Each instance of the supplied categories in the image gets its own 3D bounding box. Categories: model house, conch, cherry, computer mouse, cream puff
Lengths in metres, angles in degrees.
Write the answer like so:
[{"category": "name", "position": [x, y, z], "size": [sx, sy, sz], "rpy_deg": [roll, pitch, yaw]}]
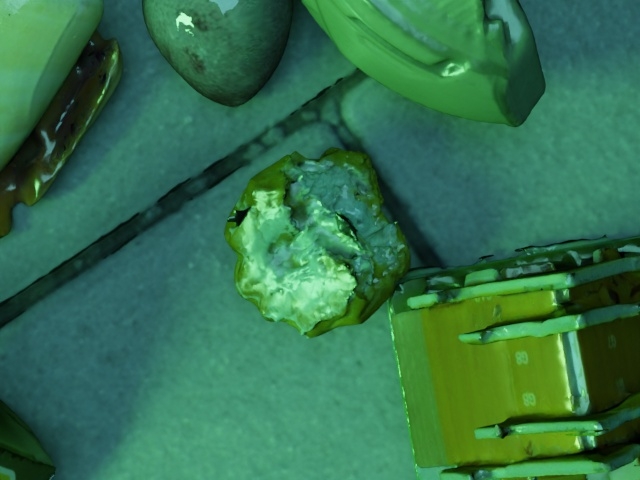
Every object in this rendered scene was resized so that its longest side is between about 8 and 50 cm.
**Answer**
[{"category": "model house", "position": [0.243, 0.111, 1.166], "size": [0.357, 0.313, 0.243], "rpy_deg": [-8, 89, -1]}, {"category": "conch", "position": [-0.269, -0.136, 1.284], "size": [0.127, 0.158, 0.255], "rpy_deg": [38, 103, 33]}, {"category": "cherry", "position": [-0.114, -0.185, 1.294], "size": [0.188, 0.115, 0.148], "rpy_deg": [-8, 125, 7]}, {"category": "computer mouse", "position": [0.028, -0.264, 1.233], "size": [0.145, 0.228, 0.429], "rpy_deg": [-29, 87, 4]}, {"category": "cream puff", "position": [0.001, -0.001, 1.269], "size": [0.156, 0.121, 0.156], "rpy_deg": [18, 51, -23]}]

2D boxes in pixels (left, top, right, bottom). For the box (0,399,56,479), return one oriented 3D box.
[{"category": "box", "position": [-0.452, 0.246, 1.128], "size": [0.138, 0.373, 0.420], "rpy_deg": [39, 88, 32]}]
